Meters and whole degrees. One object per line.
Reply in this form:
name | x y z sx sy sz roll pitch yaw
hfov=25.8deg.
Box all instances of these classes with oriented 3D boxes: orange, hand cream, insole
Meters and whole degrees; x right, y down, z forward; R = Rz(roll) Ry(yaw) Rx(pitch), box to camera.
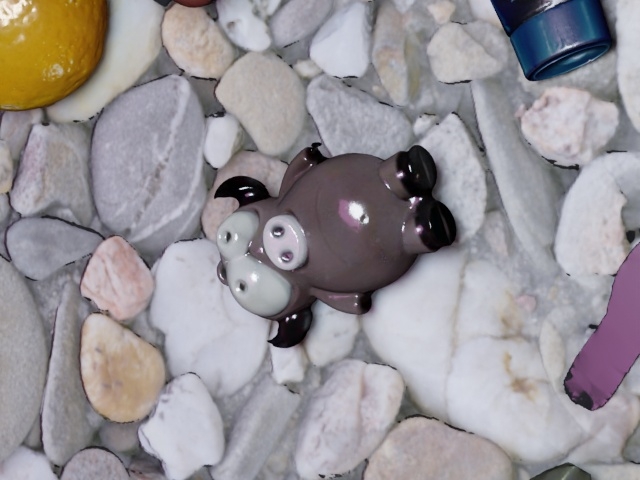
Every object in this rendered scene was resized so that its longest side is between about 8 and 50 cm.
orange | -0.331 -0.244 1.489 0.219 0.193 0.219 11 113 28
hand cream | 0.188 -0.284 1.292 0.120 0.061 0.270 -26 71 31
insole | 0.280 0.072 1.268 0.064 0.004 0.188 35 106 23

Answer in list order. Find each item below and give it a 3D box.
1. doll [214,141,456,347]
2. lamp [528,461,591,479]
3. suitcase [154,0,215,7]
doll | 0.002 -0.001 1.351 0.257 0.117 0.182 -19 87 24
lamp | 0.170 0.308 1.280 0.101 0.101 0.250 32 100 24
suitcase | -0.178 -0.384 1.359 0.297 0.161 0.236 29 107 -8
